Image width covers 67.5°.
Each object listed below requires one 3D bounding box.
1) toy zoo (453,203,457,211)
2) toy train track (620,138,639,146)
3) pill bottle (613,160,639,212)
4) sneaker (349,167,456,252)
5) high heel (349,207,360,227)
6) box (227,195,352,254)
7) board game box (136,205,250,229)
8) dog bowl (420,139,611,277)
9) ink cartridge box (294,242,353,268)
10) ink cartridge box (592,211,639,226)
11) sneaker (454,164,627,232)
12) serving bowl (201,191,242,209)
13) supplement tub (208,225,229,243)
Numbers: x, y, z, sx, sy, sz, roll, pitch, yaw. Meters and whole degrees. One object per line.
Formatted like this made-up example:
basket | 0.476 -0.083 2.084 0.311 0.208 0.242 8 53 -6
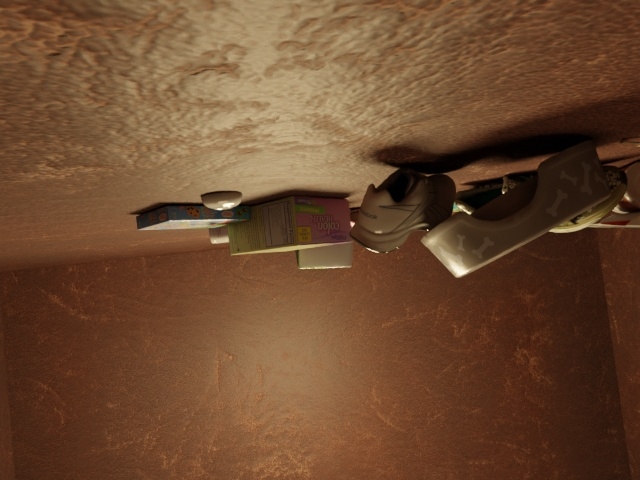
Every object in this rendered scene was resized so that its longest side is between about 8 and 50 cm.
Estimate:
toy zoo | 0.560 -0.132 1.620 0.193 0.030 0.293 -5 177 -24
toy train track | 0.579 -0.180 0.863 0.084 0.014 0.048 0 -177 -12
pill bottle | 0.808 -0.133 1.241 0.121 0.121 0.216 -7 178 12
sneaker | 0.180 -0.080 0.917 0.111 0.129 0.297 31 -140 29
high heel | 0.184 -0.082 1.485 0.244 0.082 0.117 -3 170 39
box | -0.081 -0.036 1.237 0.243 0.117 0.214 -8 177 39
board game box | -0.301 -0.054 1.139 0.212 0.039 0.160 -3 176 -44
dog bowl | 0.367 -0.045 0.901 0.349 0.102 0.349 -28 170 -5
ink cartridge box | 0.000 0.000 1.484 0.161 0.092 0.219 -2 -156 -9
ink cartridge box | 0.750 -0.054 1.195 0.180 0.045 0.145 3 180 3
sneaker | 0.518 -0.103 1.186 0.411 0.157 0.182 -14 156 35
serving bowl | -0.200 -0.079 0.977 0.084 0.027 0.083 -6 176 0
supplement tub | -0.266 -0.030 1.398 0.107 0.070 0.071 -7 177 0
